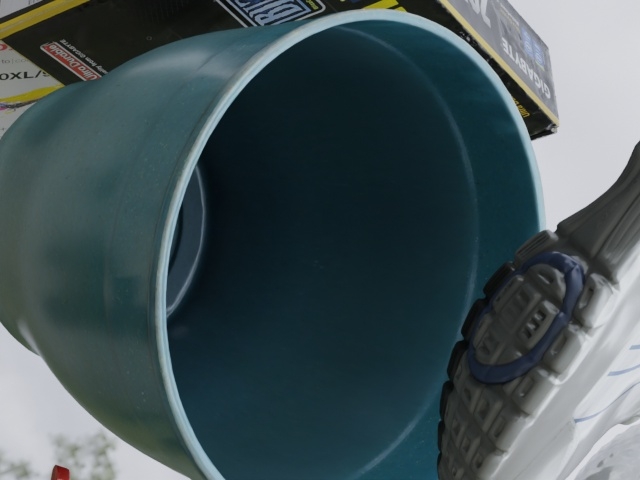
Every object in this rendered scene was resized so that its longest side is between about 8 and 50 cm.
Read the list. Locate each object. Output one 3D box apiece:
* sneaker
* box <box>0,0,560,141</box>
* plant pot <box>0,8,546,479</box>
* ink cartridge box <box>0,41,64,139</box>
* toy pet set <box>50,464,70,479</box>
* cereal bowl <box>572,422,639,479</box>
[{"bbox_3d":[0.163,0.023,0.688,0.297,0.129,0.111,-52,-161,15],"label":"sneaker"},{"bbox_3d":[-0.019,-0.133,1.067,0.257,0.322,0.079,-19,-122,25],"label":"box"},{"bbox_3d":[-0.057,0.006,0.891,0.255,0.272,0.271,9,-66,47],"label":"plant pot"},{"bbox_3d":[-0.276,-0.182,1.269,0.232,0.171,0.168,114,-33,-64],"label":"ink cartridge box"},{"bbox_3d":[-0.115,0.199,0.831,0.122,0.065,0.114,-115,-141,-57],"label":"toy pet set"},{"bbox_3d":[0.342,0.256,1.194,0.339,0.339,0.141,49,-34,31],"label":"cereal bowl"}]
